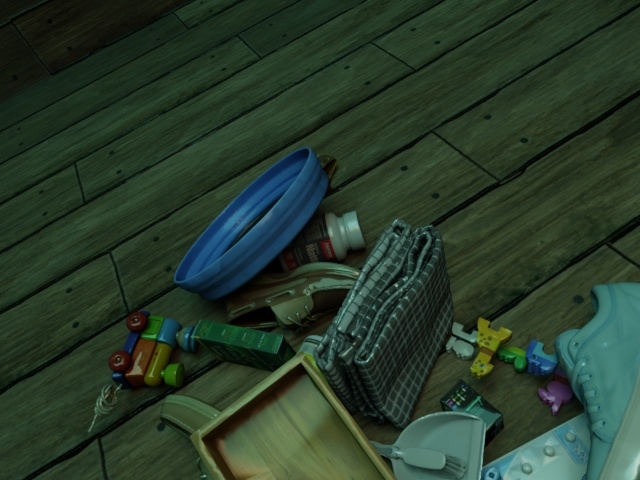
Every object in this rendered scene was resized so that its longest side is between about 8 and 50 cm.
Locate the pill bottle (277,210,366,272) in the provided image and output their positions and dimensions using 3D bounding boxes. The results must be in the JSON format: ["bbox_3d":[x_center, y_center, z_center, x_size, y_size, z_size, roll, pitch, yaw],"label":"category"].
[{"bbox_3d":[0.000,0.000,1.093,0.180,0.108,0.108,-17,48,8],"label":"pill bottle"}]

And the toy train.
[{"bbox_3d":[-0.336,0.265,1.011,0.143,0.105,0.248,6,53,8],"label":"toy train"}]

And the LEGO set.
[{"bbox_3d":[0.295,0.201,0.828,0.227,0.087,0.093,22,62,35],"label":"LEGO set"}]

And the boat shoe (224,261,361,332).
[{"bbox_3d":[-0.046,0.125,1.008,0.324,0.123,0.117,-9,52,25],"label":"boat shoe"}]

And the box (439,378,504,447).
[{"bbox_3d":[0.237,0.271,0.805,0.052,0.062,0.083,-40,49,-13],"label":"box"}]

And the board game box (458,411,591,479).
[{"bbox_3d":[0.429,0.396,0.637,0.389,0.050,0.390,-27,47,-3],"label":"board game box"}]

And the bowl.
[{"bbox_3d":[-0.140,-0.034,1.076,0.391,0.077,0.391,-39,19,16],"label":"bowl"}]

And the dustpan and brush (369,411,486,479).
[{"bbox_3d":[0.139,0.329,0.781,0.211,0.060,0.147,-20,48,52],"label":"dustpan and brush"}]

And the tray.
[{"bbox_3d":[0.018,0.382,0.705,0.202,0.076,0.411,-36,67,-10],"label":"tray"}]

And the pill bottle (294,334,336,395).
[{"bbox_3d":[-0.024,0.264,0.882,0.103,0.103,0.184,16,59,31],"label":"pill bottle"}]

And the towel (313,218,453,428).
[{"bbox_3d":[0.123,0.143,0.842,0.121,0.235,0.284,17,58,30],"label":"towel"}]

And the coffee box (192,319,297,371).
[{"bbox_3d":[-0.138,0.204,0.972,0.184,0.113,0.041,6,57,23],"label":"coffee box"}]

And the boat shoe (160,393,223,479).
[{"bbox_3d":[-0.150,0.358,0.838,0.340,0.122,0.110,16,58,30],"label":"boat shoe"}]

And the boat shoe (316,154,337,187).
[{"bbox_3d":[-0.007,-0.145,1.248,0.060,0.064,0.178,2,50,24],"label":"boat shoe"}]

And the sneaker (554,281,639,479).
[{"bbox_3d":[0.393,0.201,0.707,0.150,0.135,0.366,6,41,39],"label":"sneaker"}]
